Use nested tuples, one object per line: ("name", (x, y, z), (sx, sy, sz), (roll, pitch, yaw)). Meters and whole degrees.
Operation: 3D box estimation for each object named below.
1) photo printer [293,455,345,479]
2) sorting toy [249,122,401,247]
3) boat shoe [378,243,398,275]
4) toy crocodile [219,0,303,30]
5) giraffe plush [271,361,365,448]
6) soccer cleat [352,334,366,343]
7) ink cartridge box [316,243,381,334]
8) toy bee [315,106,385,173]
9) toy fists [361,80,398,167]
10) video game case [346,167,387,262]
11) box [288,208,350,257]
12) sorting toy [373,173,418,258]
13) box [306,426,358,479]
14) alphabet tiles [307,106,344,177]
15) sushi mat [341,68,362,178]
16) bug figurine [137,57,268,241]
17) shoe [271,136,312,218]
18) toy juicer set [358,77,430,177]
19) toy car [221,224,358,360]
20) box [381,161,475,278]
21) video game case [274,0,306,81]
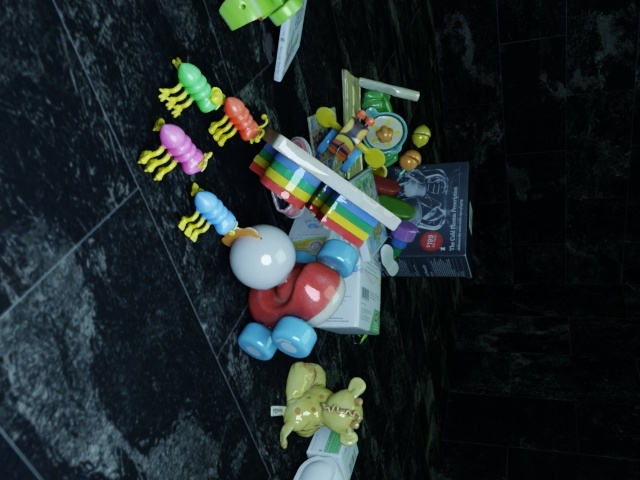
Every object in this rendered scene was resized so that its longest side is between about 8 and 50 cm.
("photo printer", (-0.016, 0.636, 1.193), (0.307, 0.107, 0.255), (-52, 136, -59))
("sorting toy", (-0.015, -0.097, 1.035), (0.089, 0.256, 0.257), (-55, -160, 6))
("boat shoe", (0.171, 0.048, 1.489), (0.046, 0.038, 0.125), (-52, 142, -14))
("toy crocodile", (-0.096, -0.494, 1.081), (0.115, 0.105, 0.340), (46, 37, -29))
("giraffe plush", (0.016, 0.354, 1.207), (0.210, 0.171, 0.181), (-7, 95, -69))
("soccer cleat", (0.108, 0.213, 1.611), (0.072, 0.060, 0.178), (-54, 140, -56))
("ink cartridge box", (0.076, 0.094, 1.451), (0.201, 0.117, 0.277), (35, 56, -65))
("toy bee", (0.078, -0.237, 1.355), (0.195, 0.162, 0.298), (31, 27, -23))
("toy fists", (0.194, -0.368, 1.821), (0.142, 0.096, 0.279), (-67, 149, -46))
("video game case", (0.114, -0.068, 1.378), (0.212, 0.023, 0.193), (-42, 119, -67))
("box", (0.000, 0.000, 1.282), (0.203, 0.103, 0.114), (-71, 150, -42))
("sorting toy", (0.185, -0.064, 1.630), (0.365, 0.127, 0.126), (-105, -150, -58))
("box", (0.031, 0.504, 1.350), (0.101, 0.087, 0.101), (-59, 141, -54))
("alphabet tiles", (0.020, -0.218, 1.481), (0.198, 0.009, 0.237), (-46, 130, -62))
("sushi mat", (0.093, -0.330, 1.661), (0.151, 0.019, 0.316), (-6, 95, -70))
("bug figurine", (-0.169, -0.148, 0.875), (0.216, 0.072, 0.278), (49, 42, -50))
("shoe", (-0.059, -0.138, 1.193), (0.081, 0.064, 0.177), (19, 76, -73))
("toy juicer set", (0.230, -0.332, 1.706), (0.089, 0.210, 0.328), (-92, 176, -55))
("toy car", (-0.094, 0.053, 0.999), (0.238, 0.210, 0.219), (46, 54, -21))
("box", (0.335, -0.063, 1.863), (0.179, 0.313, 0.342), (53, 40, -56))
("video game case", (-0.061, -0.435, 1.190), (0.143, 0.019, 0.157), (106, 2, -49))
